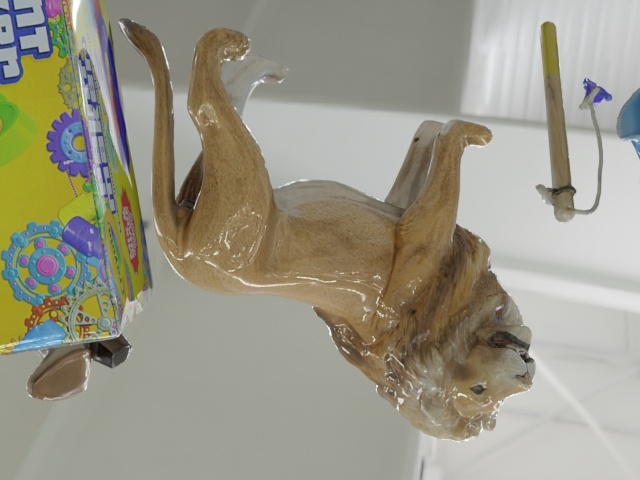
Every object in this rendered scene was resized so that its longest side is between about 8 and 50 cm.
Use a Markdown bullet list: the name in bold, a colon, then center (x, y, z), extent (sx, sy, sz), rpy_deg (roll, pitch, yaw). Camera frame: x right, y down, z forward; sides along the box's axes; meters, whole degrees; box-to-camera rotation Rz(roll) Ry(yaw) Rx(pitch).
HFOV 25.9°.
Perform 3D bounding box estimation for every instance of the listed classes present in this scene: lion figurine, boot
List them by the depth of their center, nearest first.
- **lion figurine**: center (0.000, 0.000, 1.047), extent (0.392, 0.240, 0.142), rpy_deg (18, 180, -21)
- **boot**: center (-0.203, 0.077, 1.052), extent (0.087, 0.042, 0.118), rpy_deg (29, -155, 26)

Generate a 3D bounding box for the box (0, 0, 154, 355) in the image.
- **box**: center (-0.258, -0.078, 0.770), extent (0.279, 0.290, 0.177), rpy_deg (-8, -176, 0)

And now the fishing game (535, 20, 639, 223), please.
- **fishing game**: center (0.203, -0.006, 0.561), extent (0.264, 0.041, 0.189), rpy_deg (29, -145, -10)
